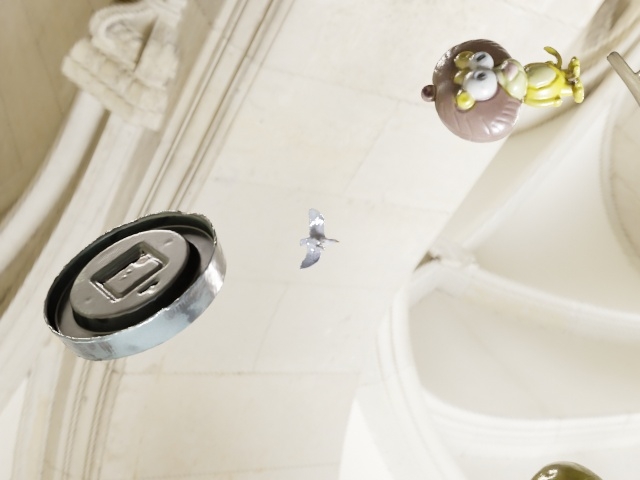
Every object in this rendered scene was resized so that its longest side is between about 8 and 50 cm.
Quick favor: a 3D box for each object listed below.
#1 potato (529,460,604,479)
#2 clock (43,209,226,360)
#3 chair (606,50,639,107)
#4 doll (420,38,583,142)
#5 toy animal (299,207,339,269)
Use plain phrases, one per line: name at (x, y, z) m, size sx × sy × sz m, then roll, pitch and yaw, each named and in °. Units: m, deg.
potato at (0.352, 0.430, 1.252) m, size 0.148 × 0.197 × 0.228 m, roll 2°, pitch -146°, yaw -26°
clock at (-0.269, 0.062, 1.342) m, size 0.281 × 0.280 × 0.055 m, roll -96°, pitch -14°, yaw -54°
chair at (0.479, -0.274, 1.137) m, size 0.188 × 0.272 × 0.166 m, roll 32°, pitch -160°, yaw -41°
doll at (0.221, -0.198, 1.126) m, size 0.145 × 0.188 × 0.096 m, roll 64°, pitch -179°, yaw 27°
toy animal at (0.000, 0.001, 1.185) m, size 0.050 × 0.084 × 0.028 m, roll 12°, pitch -162°, yaw 4°
